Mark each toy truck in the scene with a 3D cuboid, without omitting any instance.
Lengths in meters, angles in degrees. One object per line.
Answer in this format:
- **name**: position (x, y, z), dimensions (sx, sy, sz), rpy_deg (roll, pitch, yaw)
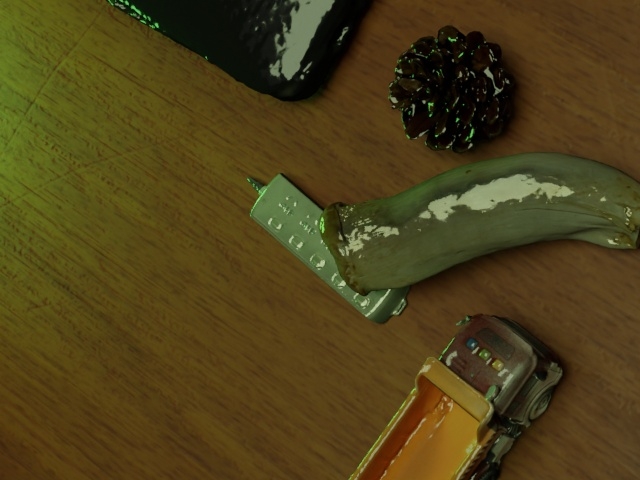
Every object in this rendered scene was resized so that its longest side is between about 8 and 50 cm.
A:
- **toy truck**: position (0.130, 0.204, 1.786), dimensions (0.114, 0.135, 0.270), rpy_deg (39, 100, 26)

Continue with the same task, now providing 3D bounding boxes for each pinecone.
- **pinecone**: position (0.135, -0.163, 1.849), dimensions (0.140, 0.121, 0.140), rpy_deg (1, 91, 39)

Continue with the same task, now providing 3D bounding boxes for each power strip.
- **power strip**: position (0.000, 0.000, 1.942), dimensions (0.252, 0.027, 0.060), rpy_deg (41, 100, 25)

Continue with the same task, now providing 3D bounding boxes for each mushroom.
- **mushroom**: position (0.170, -0.022, 1.819), dimensions (0.351, 0.095, 0.123), rpy_deg (-9, 92, 19)

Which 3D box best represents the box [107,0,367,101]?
- **box**: position (-0.076, -0.375, 2.006), dimensions (0.359, 0.091, 0.350), rpy_deg (33, 98, 26)
